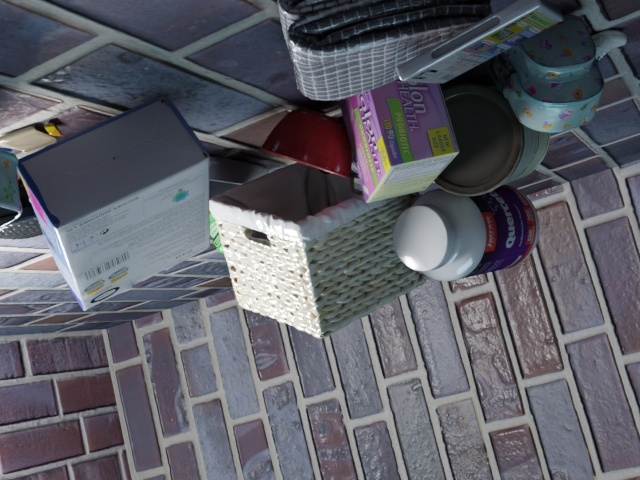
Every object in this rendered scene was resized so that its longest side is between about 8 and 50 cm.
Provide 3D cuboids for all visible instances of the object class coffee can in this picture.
[{"bbox_3d":[0.319,-0.198,1.702,0.201,0.202,0.275,-19,180,26],"label":"coffee can"}]

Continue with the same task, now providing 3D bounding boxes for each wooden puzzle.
[{"bbox_3d":[-0.479,-0.168,1.449,0.116,0.014,0.078,-15,166,5],"label":"wooden puzzle"}]

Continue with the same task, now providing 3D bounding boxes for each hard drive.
[{"bbox_3d":[-0.236,-0.125,1.915,0.172,0.054,0.254,-19,169,27],"label":"hard drive"}]

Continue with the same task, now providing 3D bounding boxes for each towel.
[{"bbox_3d":[0.092,-0.293,1.219,0.283,0.121,0.235,-14,171,1],"label":"towel"}]

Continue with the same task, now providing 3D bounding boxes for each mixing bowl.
[{"bbox_3d":[-0.014,-0.188,1.647,0.181,0.098,0.181,17,-176,-1],"label":"mixing bowl"}]

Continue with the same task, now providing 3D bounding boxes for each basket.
[{"bbox_3d":[0.000,0.000,1.839,0.331,0.266,0.328,-25,-154,-34],"label":"basket"}]

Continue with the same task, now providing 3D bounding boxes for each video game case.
[{"bbox_3d":[0.216,-0.263,1.169,0.193,0.023,0.212,-25,178,24],"label":"video game case"}]

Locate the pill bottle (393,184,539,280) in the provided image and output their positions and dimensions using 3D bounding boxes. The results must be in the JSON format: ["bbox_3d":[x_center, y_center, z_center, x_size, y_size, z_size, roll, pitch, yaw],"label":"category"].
[{"bbox_3d":[0.289,-0.017,1.759,0.181,0.182,0.323,-22,171,40],"label":"pill bottle"}]

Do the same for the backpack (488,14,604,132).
[{"bbox_3d":[0.393,-0.283,1.503,0.165,0.188,0.144,-10,154,-10],"label":"backpack"}]

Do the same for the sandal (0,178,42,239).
[{"bbox_3d":[-0.537,-0.070,1.728,0.167,0.107,0.446,-16,-177,4],"label":"sandal"}]

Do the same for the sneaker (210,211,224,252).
[{"bbox_3d":[-0.120,-0.061,2.179,0.343,0.146,0.134,-19,169,23],"label":"sneaker"}]

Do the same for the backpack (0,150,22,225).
[{"bbox_3d":[-0.570,-0.081,1.276,0.225,0.191,0.253,-19,162,41],"label":"backpack"}]

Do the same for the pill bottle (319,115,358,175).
[{"bbox_3d":[0.094,-0.196,1.740,0.219,0.123,0.123,-9,174,33],"label":"pill bottle"}]

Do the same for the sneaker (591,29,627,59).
[{"bbox_3d":[0.506,-0.353,1.649,0.152,0.061,0.054,-13,169,-13],"label":"sneaker"}]

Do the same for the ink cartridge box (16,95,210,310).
[{"bbox_3d":[-0.341,-0.039,1.537,0.270,0.151,0.395,-27,158,-19],"label":"ink cartridge box"}]

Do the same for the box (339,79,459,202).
[{"bbox_3d":[0.124,-0.202,1.505,0.117,0.214,0.243,-13,171,-10],"label":"box"}]
